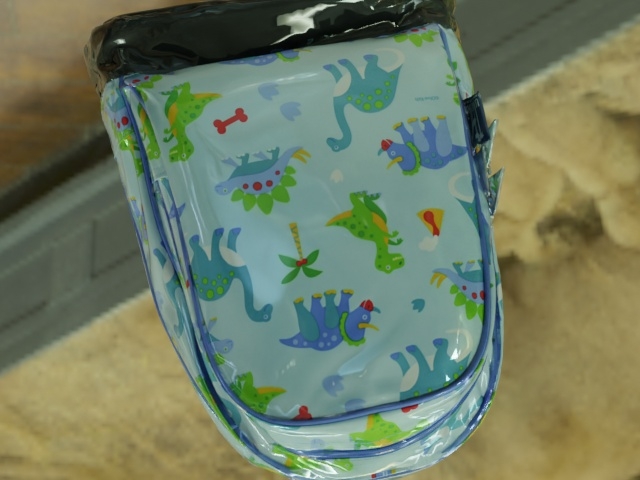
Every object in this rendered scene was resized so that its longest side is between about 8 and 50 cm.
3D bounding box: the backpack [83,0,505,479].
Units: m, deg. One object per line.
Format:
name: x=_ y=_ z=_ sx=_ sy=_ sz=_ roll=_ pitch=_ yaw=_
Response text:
backpack: x=0.000 y=0.000 z=1.130 sx=0.290 sy=0.355 sz=0.273 roll=-7 pitch=-177 yaw=-10
